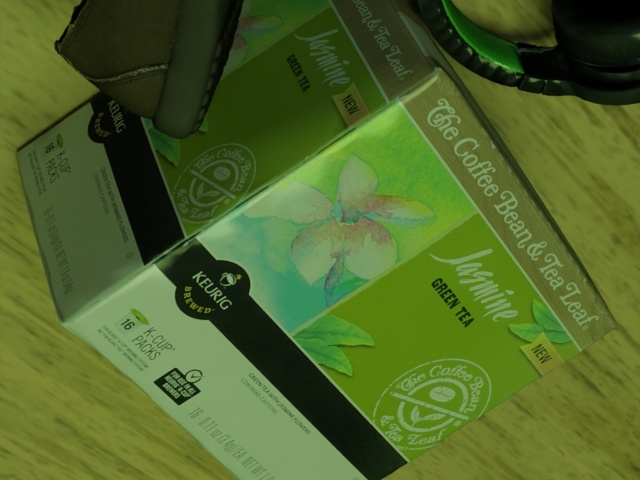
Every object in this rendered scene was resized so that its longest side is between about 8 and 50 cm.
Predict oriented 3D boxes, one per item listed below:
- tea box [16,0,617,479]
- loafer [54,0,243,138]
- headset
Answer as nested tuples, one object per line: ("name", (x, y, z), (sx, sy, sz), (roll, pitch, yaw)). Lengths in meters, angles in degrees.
("tea box", (0.000, 0.000, 1.266), (0.323, 0.220, 0.329), (-35, 132, 8))
("loafer", (-0.097, -0.226, 0.983), (0.130, 0.134, 0.366), (16, 124, -2))
("headset", (0.263, -0.234, 1.265), (0.394, 0.185, 0.243), (7, 129, -8))
